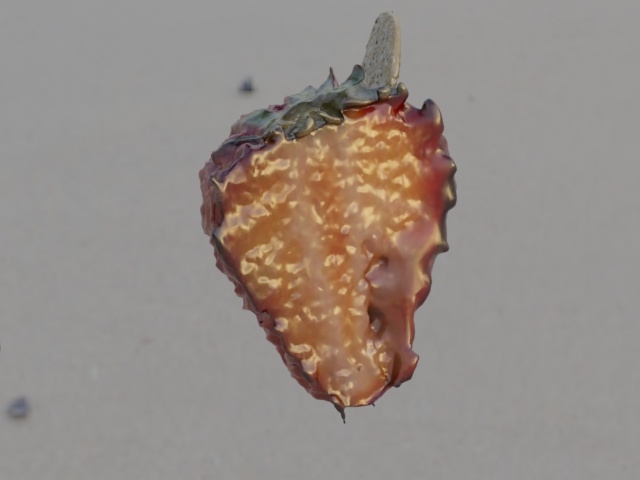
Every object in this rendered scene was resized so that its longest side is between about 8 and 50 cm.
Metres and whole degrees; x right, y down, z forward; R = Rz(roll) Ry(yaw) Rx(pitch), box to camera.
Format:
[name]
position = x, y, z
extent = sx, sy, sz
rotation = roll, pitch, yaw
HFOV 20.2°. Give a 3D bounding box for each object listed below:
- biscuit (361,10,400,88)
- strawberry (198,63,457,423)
[biscuit]
position = 0.063, -0.173, 1.918
extent = 0.020, 0.152, 0.152
rotation = 9, 24, -12
[strawberry]
position = 0.010, -0.015, 1.642
extent = 0.253, 0.280, 0.150
rotation = -41, 28, -20
